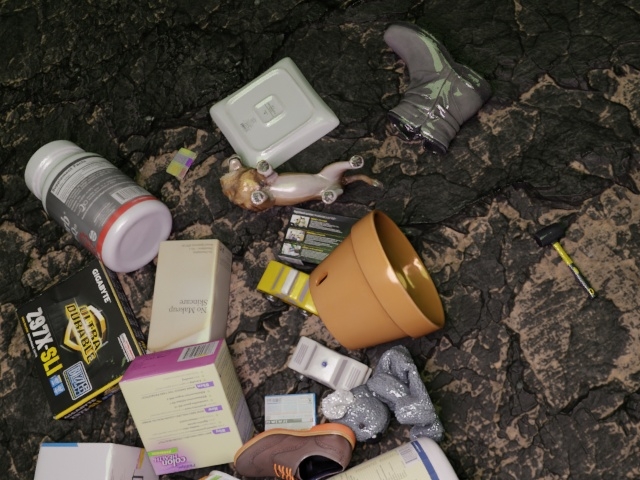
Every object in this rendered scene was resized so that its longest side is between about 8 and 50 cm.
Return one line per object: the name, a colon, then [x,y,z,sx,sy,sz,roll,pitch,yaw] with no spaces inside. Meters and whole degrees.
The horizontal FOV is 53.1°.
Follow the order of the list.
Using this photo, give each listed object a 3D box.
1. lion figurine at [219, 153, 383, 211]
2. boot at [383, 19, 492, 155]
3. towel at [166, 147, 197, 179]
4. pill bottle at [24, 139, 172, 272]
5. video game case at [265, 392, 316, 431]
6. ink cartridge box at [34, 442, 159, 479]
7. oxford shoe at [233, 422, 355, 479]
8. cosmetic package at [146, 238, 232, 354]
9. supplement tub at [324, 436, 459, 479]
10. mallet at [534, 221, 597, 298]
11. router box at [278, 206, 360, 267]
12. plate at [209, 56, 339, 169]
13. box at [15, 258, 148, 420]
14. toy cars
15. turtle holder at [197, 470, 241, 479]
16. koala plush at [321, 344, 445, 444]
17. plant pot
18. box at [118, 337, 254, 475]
lion figurine: [-0.056,-0.135,1.574,0.391,0.240,0.142,5,88,-3]
boot: [0.238,-0.387,1.608,0.338,0.118,0.223,42,84,17]
towel: [-0.379,-0.211,1.749,0.060,0.009,0.083,23,76,20]
pill bottle: [-0.573,-0.096,1.644,0.362,0.210,0.210,35,81,22]
video game case: [-0.067,0.433,1.447,0.119,0.015,0.167,-6,69,10]
ink cartridge box: [-0.476,0.531,1.385,0.171,0.233,0.168,-4,68,11]
oxford shoe: [-0.064,0.442,1.295,0.271,0.098,0.097,-20,111,20]
cosmetic package: [-0.313,0.161,1.547,0.160,0.113,0.310,-3,69,11]
supplement tub: [0.115,0.545,1.228,0.324,0.235,0.236,-23,67,-5]
mallet: [0.565,0.042,1.440,0.062,0.039,0.190,-37,72,-5]
router box: [0.000,0.000,1.570,0.178,0.046,0.133,12,73,16]
plate: [-0.133,-0.341,1.723,0.278,0.045,0.277,-34,68,-1]
box: [-0.587,0.242,1.598,0.257,0.079,0.322,-32,67,2]
toy cars: [-0.026,0.195,1.484,0.176,0.087,0.394,-26,67,3]
turtle holder: [-0.182,0.612,1.290,0.320,0.243,0.228,12,55,20]
koala plush: [0.119,0.348,1.354,0.221,0.196,0.203,-24,52,4]
plant pot: [0.111,0.107,1.398,0.203,0.291,0.291,-32,66,17]
box: [-0.284,0.362,1.399,0.213,0.117,0.243,-13,107,8]
